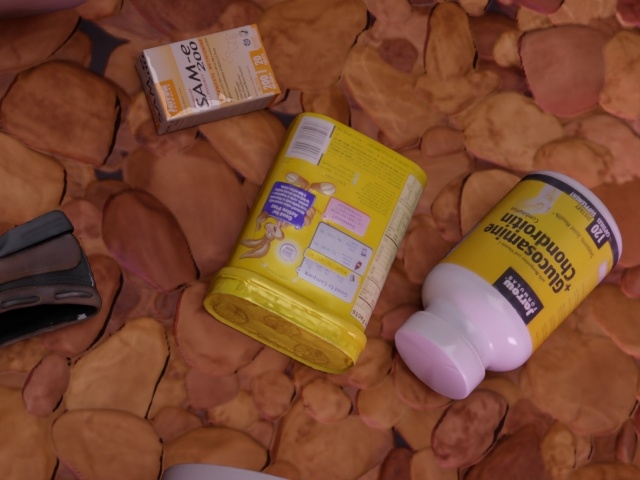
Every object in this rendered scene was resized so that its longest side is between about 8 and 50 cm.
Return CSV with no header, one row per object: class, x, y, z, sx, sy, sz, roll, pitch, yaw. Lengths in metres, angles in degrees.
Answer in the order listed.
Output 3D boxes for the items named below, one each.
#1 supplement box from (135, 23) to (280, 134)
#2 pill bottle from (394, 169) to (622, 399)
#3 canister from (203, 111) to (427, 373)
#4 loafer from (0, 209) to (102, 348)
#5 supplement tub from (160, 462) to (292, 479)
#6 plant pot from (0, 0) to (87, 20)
supplement box,-0.089,-0.127,1.491,0.098,0.036,0.062,-17,80,-21
pill bottle,0.145,0.037,1.486,0.103,0.103,0.184,46,67,-2
canister,0.000,0.000,1.466,0.126,0.073,0.170,28,67,-9
loafer,-0.247,0.059,1.315,0.084,0.096,0.267,55,40,0
supplement tub,-0.064,0.308,1.296,0.191,0.191,0.272,20,70,-12
plant pot,-0.292,-0.278,1.346,0.280,0.323,0.323,3,74,-34
